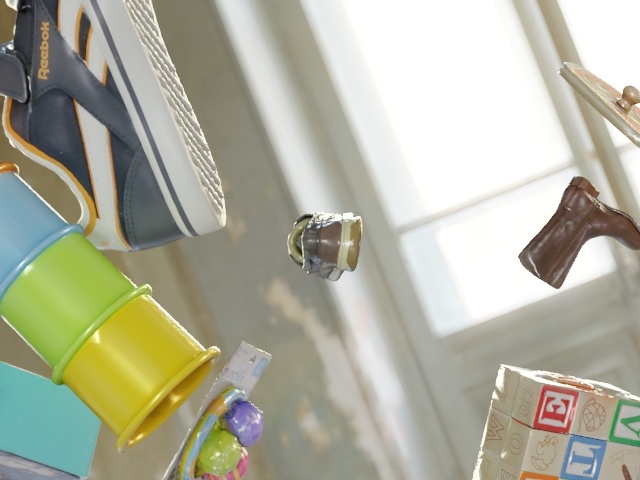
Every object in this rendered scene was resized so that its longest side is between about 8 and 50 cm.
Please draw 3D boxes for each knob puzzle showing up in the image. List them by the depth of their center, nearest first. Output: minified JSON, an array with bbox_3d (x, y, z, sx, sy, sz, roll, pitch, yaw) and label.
[{"bbox_3d":[0.277,-0.097,1.534,0.030,0.213,0.213,-50,-7,15],"label":"knob puzzle"}]

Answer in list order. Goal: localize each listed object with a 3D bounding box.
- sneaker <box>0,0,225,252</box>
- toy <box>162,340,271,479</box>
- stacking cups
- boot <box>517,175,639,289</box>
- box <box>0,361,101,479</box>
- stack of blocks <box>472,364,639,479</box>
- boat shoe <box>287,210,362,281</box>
[{"bbox_3d":[-0.177,-0.140,1.296,0.127,0.321,0.126,-17,9,9],"label":"sneaker"},{"bbox_3d":[-0.105,0.222,1.837,0.237,0.056,0.137,-58,-14,-2],"label":"toy"},{"bbox_3d":[-0.207,-0.004,1.222,0.096,0.316,0.096,-44,-6,-6],"label":"stacking cups"},{"bbox_3d":[0.251,0.011,1.766,0.114,0.106,0.037,-56,12,-24],"label":"boot"},{"bbox_3d":[-0.276,0.104,1.246,0.244,0.060,0.100,25,-23,-33],"label":"box"},{"bbox_3d":[0.232,0.285,1.791,0.171,0.297,0.087,11,4,-24],"label":"stack of blocks"},{"bbox_3d":[0.000,0.000,1.406,0.049,0.056,0.152,11,-7,-6],"label":"boat shoe"}]
